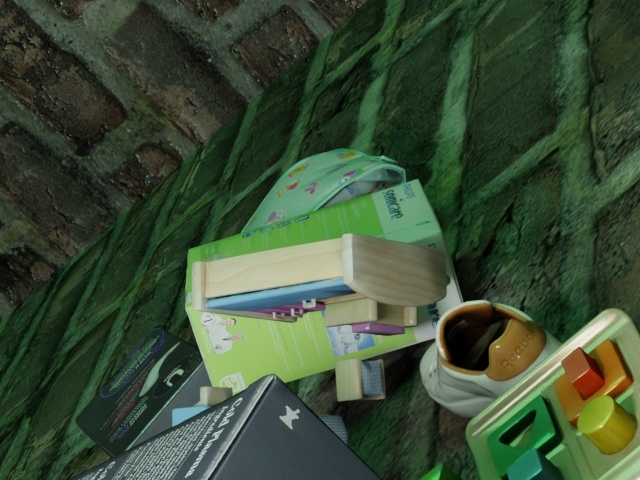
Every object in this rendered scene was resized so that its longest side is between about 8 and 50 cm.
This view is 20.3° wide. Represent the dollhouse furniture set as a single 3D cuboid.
[{"bbox_3d":[0.031,0.168,1.667,0.198,0.286,0.303,-9,77,41],"label":"dollhouse furniture set"}]

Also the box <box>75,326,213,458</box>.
[{"bbox_3d":[-0.169,0.221,2.138,0.165,0.143,0.270,-50,16,-8],"label":"box"}]

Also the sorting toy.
[{"bbox_3d":[0.199,0.154,1.441,0.347,0.047,0.196,-41,29,14],"label":"sorting toy"}]

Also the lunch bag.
[{"bbox_3d":[0.000,0.000,2.246,0.262,0.160,0.223,-52,15,-2],"label":"lunch bag"}]

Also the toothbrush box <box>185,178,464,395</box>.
[{"bbox_3d":[0.002,0.051,1.965,0.283,0.122,0.206,-18,18,1],"label":"toothbrush box"}]

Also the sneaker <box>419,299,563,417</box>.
[{"bbox_3d":[0.148,0.096,1.668,0.106,0.123,0.290,-51,15,-13],"label":"sneaker"}]

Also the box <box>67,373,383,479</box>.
[{"bbox_3d":[-0.046,0.305,1.212,0.312,0.343,0.179,-32,19,44],"label":"box"}]
